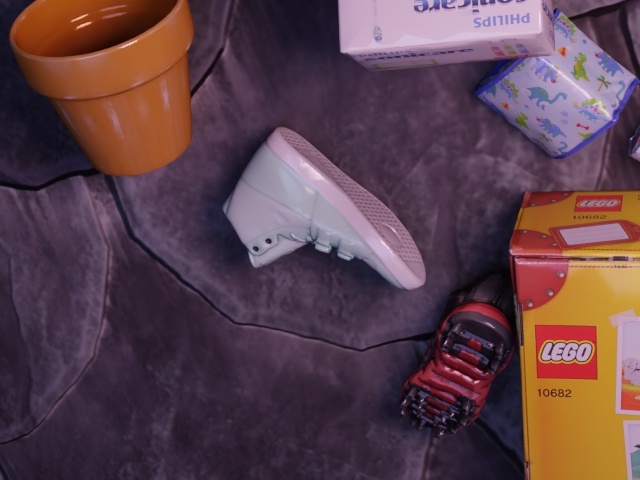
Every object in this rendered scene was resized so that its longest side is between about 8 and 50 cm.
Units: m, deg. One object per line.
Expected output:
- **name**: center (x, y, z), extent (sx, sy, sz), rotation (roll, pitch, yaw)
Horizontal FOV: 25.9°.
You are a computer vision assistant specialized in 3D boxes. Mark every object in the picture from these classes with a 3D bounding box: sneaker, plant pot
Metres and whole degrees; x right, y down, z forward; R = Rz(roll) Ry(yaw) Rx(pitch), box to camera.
- **sneaker**: center (0.000, 0.000, 1.679), extent (0.256, 0.094, 0.151), rotation (43, 111, 5)
- **sneaker**: center (0.176, 0.137, 1.694), extent (0.098, 0.135, 0.276), rotation (27, 141, 3)
- **plant pot**: center (-0.233, -0.185, 1.615), extent (0.205, 0.205, 0.188), rotation (-3, 128, 16)

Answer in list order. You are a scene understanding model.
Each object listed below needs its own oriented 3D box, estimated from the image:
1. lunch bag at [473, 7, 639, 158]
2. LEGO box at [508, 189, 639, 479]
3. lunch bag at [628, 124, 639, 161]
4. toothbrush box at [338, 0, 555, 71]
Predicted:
- **lunch bag**: center (0.256, -0.163, 1.543), extent (0.129, 0.096, 0.151), rotation (40, 146, -4)
- **LEGO box**: center (0.477, 0.144, 1.562), extent (0.500, 0.193, 0.372), rotation (1, 114, 15)
- **lunch bag**: center (0.383, -0.099, 1.541), extent (0.071, 0.083, 0.053), rotation (31, 118, 1)
- **toothbrush box**: center (0.127, -0.329, 1.428), extent (0.206, 0.122, 0.283), rotation (-4, 85, 16)
